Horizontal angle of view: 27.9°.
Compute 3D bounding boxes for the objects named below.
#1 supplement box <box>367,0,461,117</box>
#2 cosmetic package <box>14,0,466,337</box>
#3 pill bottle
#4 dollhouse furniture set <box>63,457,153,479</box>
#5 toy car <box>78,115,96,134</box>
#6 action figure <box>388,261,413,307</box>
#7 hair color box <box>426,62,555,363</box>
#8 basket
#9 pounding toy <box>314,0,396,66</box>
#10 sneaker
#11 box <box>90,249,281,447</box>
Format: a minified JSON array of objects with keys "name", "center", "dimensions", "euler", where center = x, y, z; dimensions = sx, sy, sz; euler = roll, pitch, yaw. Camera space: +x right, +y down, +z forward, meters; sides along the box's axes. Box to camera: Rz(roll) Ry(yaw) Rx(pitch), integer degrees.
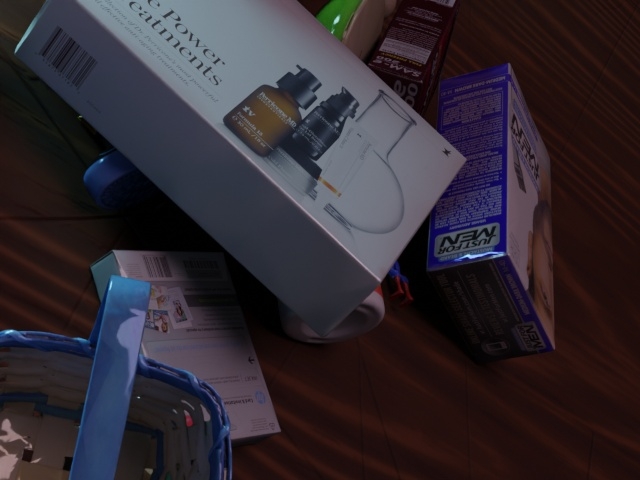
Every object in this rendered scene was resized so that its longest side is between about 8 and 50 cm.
[{"name":"supplement box","center":[0.108,-0.212,1.610],"dimensions":[0.073,0.130,0.239],"euler":[18,39,7]},{"name":"cosmetic package","center":[-0.059,-0.124,1.229],"dimensions":[0.377,0.097,0.284],"euler":[43,32,-2]},{"name":"pill bottle","center":[0.000,0.000,1.344],"dimensions":[0.108,0.108,0.193],"euler":[20,50,-43]},{"name":"dollhouse furniture set","center":[-0.115,0.245,1.036],"dimensions":[0.184,0.129,0.129],"euler":[37,28,21]},{"name":"toy car","center":[-0.227,-0.169,1.244],"dimensions":[0.122,0.040,0.060],"euler":[56,34,-4]},{"name":"action figure","center":[0.079,0.023,1.498],"dimensions":[0.038,0.030,0.115],"euler":[30,39,-43]},{"name":"hair color box","center":[0.216,-0.038,1.603],"dimensions":[0.339,0.110,0.185],"euler":[-81,150,-41]},{"name":"basket","center":[-0.157,0.169,0.815],"dimensions":[0.201,0.289,0.254],"euler":[13,73,-7]},{"name":"pounding toy","center":[0.002,-0.246,1.514],"dimensions":[0.110,0.183,0.237],"euler":[20,72,11]},{"name":"sneaker","center":[-0.164,-0.103,1.251],"dimensions":[0.090,0.081,0.232],"euler":[47,34,7]},{"name":"box","center":[-0.121,0.100,1.178],"dimensions":[0.145,0.038,0.186],"euler":[1,63,-51]}]
